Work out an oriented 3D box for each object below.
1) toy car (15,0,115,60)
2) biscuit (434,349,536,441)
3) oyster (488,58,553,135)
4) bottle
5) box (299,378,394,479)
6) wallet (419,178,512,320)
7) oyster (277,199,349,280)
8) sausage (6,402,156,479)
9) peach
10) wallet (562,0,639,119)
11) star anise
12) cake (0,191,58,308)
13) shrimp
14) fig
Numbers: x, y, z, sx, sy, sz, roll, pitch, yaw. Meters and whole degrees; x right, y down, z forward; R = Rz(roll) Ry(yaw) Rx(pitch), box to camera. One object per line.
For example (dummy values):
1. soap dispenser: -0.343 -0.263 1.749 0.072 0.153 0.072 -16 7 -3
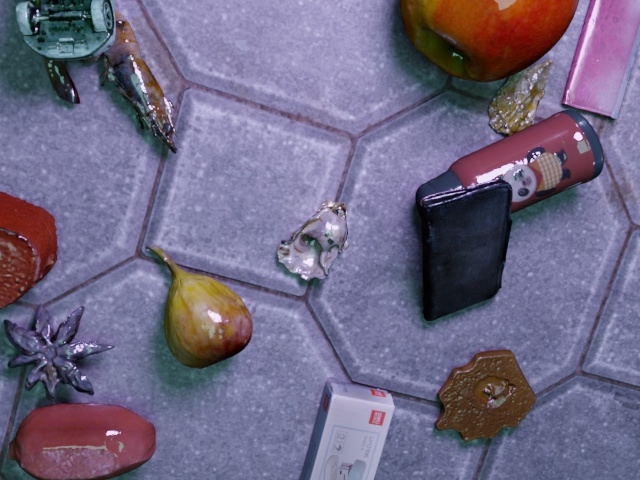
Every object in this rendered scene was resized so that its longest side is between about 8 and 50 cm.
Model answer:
1. toy car: -0.391 -0.420 1.025 0.136 0.125 0.305 -3 83 -1
2. biscuit: 0.328 0.328 1.325 0.215 0.034 0.182 -30 102 0
3. oyster: 0.388 -0.264 1.233 0.146 0.045 0.121 -28 117 -2
4. bottle: 0.341 -0.114 1.198 0.336 0.144 0.144 -25 102 -1
5. box: 0.045 0.418 1.275 0.135 0.079 0.269 14 98 -11
6. wallet: 0.263 0.020 1.174 0.172 0.045 0.318 -17 137 -5
7. oyster: 0.002 0.002 1.210 0.108 0.053 0.165 44 99 6
8. sausage: -0.434 0.366 1.168 0.254 0.148 0.148 0 100 -6
9. peach: 0.286 -0.439 1.064 0.308 0.308 0.332 25 82 -12
10. wallet: 0.552 -0.362 1.241 0.119 0.025 0.232 12 98 -11
11. star anise: -0.478 0.200 1.157 0.181 0.061 0.204 -32 83 -11
12. cake: -0.596 0.006 1.077 0.283 0.151 0.177 23 108 -12
13. shrimp: -0.365 -0.262 1.111 0.169 0.058 0.296 -27 98 2
14. fig: -0.237 0.110 1.164 0.159 0.159 0.257 -37 84 -1
